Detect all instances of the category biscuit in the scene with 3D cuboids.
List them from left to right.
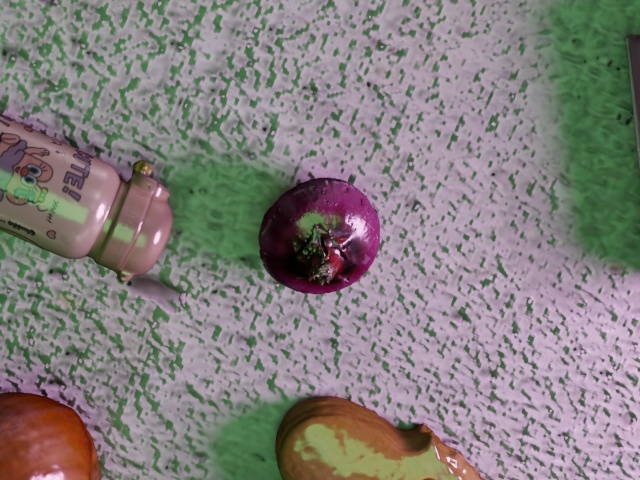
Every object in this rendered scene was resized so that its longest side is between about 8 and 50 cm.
[{"bbox_3d":[0.022,0.365,1.808,0.394,0.076,0.368,-42,104,9],"label":"biscuit"}]

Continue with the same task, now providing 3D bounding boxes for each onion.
[{"bbox_3d":[0.000,0.000,1.691,0.115,0.104,0.115,-2,128,-2],"label":"onion"}]

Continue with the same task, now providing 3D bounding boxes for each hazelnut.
[{"bbox_3d":[-0.300,0.244,1.698,0.176,0.214,0.214,18,109,37],"label":"hazelnut"}]

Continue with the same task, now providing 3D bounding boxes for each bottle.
[{"bbox_3d":[-0.234,-0.045,1.673,0.209,0.097,0.110,24,86,-10],"label":"bottle"}]

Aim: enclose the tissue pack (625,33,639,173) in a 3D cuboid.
[{"bbox_3d":[0.372,-0.073,1.693,0.148,0.092,0.246,-9,106,1],"label":"tissue pack"}]
